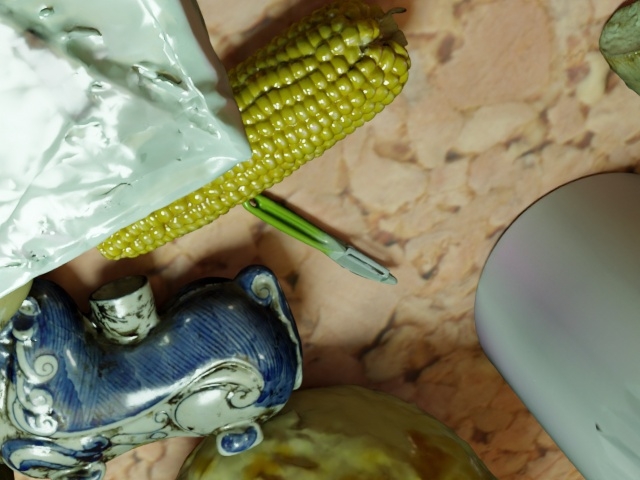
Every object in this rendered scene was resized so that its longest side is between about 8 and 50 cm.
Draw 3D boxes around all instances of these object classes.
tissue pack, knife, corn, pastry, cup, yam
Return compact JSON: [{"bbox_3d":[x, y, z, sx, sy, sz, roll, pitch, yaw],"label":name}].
[{"bbox_3d":[-0.212,-0.214,0.573,0.205,0.405,0.331,-27,129,3],"label":"tissue pack"},{"bbox_3d":[0.000,0.000,1.049,0.184,0.026,0.022,30,70,-32],"label":"knife"},{"bbox_3d":[-0.055,-0.088,0.915,0.310,0.101,0.101,-34,129,4],"label":"corn"},{"bbox_3d":[0.021,0.331,1.087,0.389,0.313,0.388,-11,117,-23],"label":"pastry"},{"bbox_3d":[0.316,0.116,1.043,0.254,0.371,0.253,-8,119,-14],"label":"cup"},{"bbox_3d":[0.392,-0.100,1.095,0.372,0.083,0.083,28,110,-33],"label":"yam"}]

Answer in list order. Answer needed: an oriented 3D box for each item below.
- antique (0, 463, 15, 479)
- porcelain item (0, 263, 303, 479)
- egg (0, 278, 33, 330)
[{"bbox_3d":[-0.340,0.159,0.986,0.080,0.081,0.220,-26,125,-7],"label":"antique"},{"bbox_3d":[-0.162,0.099,1.002,0.288,0.138,0.186,-15,111,-5],"label":"porcelain item"},{"bbox_3d":[-0.310,0.010,0.851,0.202,0.164,0.164,8,121,-27],"label":"egg"}]
